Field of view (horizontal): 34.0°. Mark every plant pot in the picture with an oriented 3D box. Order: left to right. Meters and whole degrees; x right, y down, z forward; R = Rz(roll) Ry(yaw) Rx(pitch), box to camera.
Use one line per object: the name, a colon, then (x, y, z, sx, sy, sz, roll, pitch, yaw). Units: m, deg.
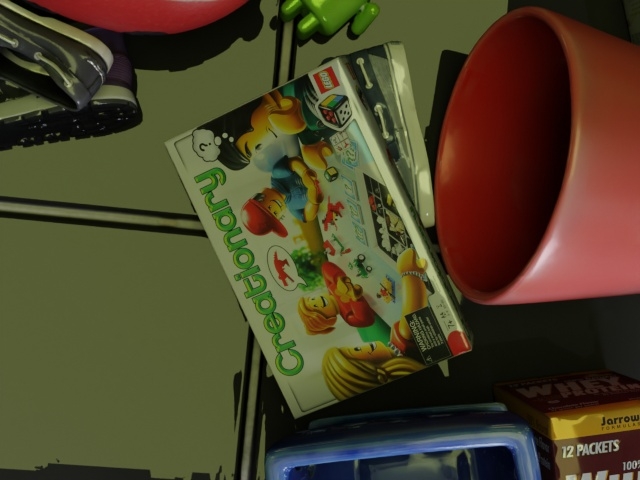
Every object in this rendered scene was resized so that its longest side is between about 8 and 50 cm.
plant pot: (0.088, 0.271, 0.975, 0.235, 0.212, 0.236, -7, 92, 8)
plant pot: (0.271, -0.064, 0.985, 0.243, 0.275, 0.275, 7, 92, -17)

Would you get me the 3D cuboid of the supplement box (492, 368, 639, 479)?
supplement box: (0.263, 0.240, 1.019, 0.129, 0.191, 0.194, -7, 92, -6)

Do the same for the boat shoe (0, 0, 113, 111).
boat shoe: (-0.288, -0.171, 0.913, 0.206, 0.075, 0.065, 19, 67, -5)

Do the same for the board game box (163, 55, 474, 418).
board game box: (0.000, 0.000, 1.020, 0.193, 0.053, 0.305, -24, 95, 15)

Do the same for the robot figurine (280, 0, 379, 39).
robot figurine: (0.013, -0.249, 1.032, 0.115, 0.067, 0.101, -43, 88, -4)

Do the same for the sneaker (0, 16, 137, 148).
sneaker: (-0.323, -0.155, 0.995, 0.283, 0.107, 0.124, -9, 79, -10)

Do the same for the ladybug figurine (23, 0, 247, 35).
ladybug figurine: (-0.234, -0.316, 0.915, 0.449, 0.305, 0.162, 29, 128, -3)

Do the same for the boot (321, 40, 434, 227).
boot: (0.058, -0.099, 1.051, 0.086, 0.069, 0.190, -12, 87, 2)

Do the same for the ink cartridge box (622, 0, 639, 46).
ink cartridge box: (0.349, -0.236, 1.061, 0.052, 0.088, 0.123, -15, 94, -6)
